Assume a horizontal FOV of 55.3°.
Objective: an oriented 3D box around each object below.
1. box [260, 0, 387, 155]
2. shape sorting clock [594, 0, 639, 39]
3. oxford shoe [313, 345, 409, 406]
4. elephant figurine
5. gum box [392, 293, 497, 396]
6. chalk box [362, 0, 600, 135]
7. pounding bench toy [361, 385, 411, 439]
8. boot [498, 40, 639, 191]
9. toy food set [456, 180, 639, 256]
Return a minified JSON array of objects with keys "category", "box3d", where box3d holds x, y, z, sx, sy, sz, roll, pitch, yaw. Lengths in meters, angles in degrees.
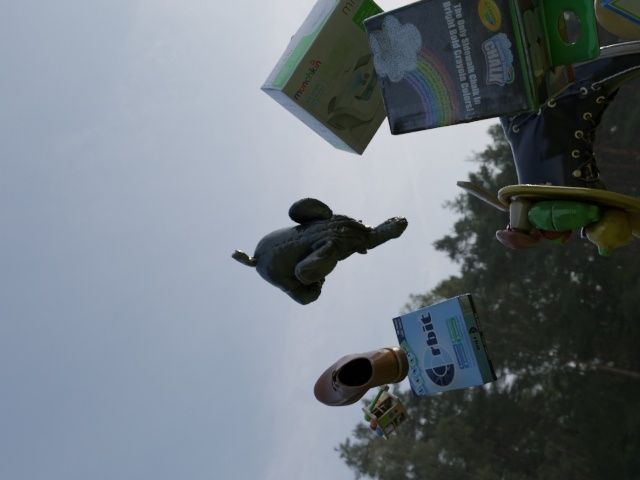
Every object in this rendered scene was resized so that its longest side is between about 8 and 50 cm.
[{"category":"box","box3d":[0.047,-0.353,1.268,0.231,0.126,0.262,35,-92,-31]},{"category":"shape sorting clock","box3d":[0.439,-0.305,0.728,0.206,0.206,0.040,23,-113,-54]},{"category":"oxford shoe","box3d":[0.041,0.213,0.957,0.076,0.212,0.076,0,-116,-36]},{"category":"elephant figurine","box3d":[0.000,0.000,1.098,0.169,0.239,0.186,50,-135,-3]},{"category":"gum box","box3d":[0.223,0.197,1.129,0.041,0.184,0.157,-6,-104,-35]},{"category":"chalk box","box3d":[0.177,-0.201,0.634,0.132,0.213,0.132,-34,-66,-46]},{"category":"pounding bench toy","box3d":[0.108,0.303,1.099,0.065,0.052,0.083,-36,-70,-16]},{"category":"boot","box3d":[0.533,-0.219,1.227,0.138,0.377,0.284,-9,-92,-43]},{"category":"toy food set","box3d":[0.280,-0.016,0.742,0.128,0.217,0.071,22,-99,-46]}]
